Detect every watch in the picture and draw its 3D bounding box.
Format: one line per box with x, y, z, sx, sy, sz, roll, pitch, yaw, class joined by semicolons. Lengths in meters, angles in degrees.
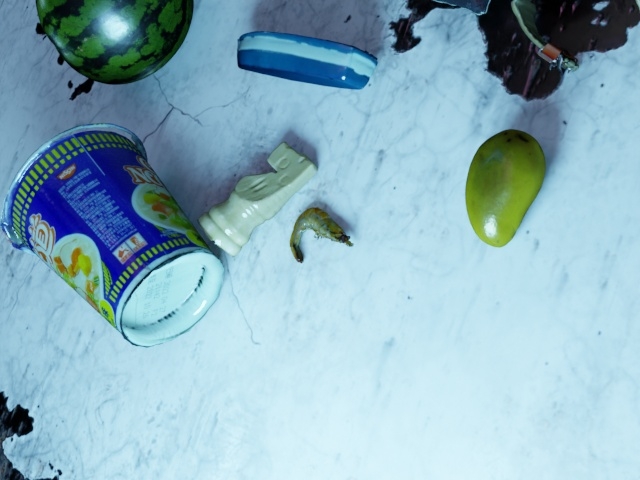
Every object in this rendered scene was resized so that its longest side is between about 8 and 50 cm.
0.360;-0.304;1.363;0.165;0.102;0.268;-33;65;31;watch

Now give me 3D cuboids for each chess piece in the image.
-0.097;-0.070;1.625;0.200;0.090;0.090;-43;52;3;chess piece

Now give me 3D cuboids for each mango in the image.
0.246;-0.071;1.363;0.103;0.076;0.160;14;90;33;mango

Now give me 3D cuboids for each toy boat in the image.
-0.041;-0.296;1.651;0.299;0.096;0.061;17;93;42;toy boat

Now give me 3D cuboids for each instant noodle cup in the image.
-0.325;0.006;1.659;0.312;0.284;0.284;44;101;31;instant noodle cup

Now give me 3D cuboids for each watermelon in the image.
-0.372;-0.434;1.827;0.285;0.285;0.285;-14;65;33;watermelon

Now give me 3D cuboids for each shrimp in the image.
0.000;0.000;1.551;0.127;0.025;0.091;25;89;44;shrimp

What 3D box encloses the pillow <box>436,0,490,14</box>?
0.243;-0.442;1.514;0.141;0.055;0.208;30;92;46;pillow
